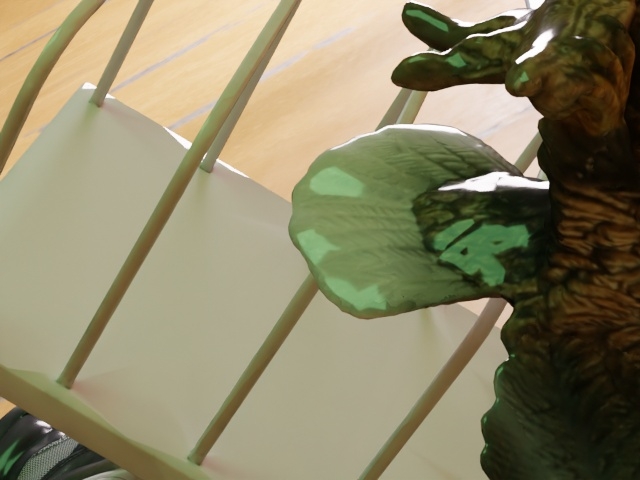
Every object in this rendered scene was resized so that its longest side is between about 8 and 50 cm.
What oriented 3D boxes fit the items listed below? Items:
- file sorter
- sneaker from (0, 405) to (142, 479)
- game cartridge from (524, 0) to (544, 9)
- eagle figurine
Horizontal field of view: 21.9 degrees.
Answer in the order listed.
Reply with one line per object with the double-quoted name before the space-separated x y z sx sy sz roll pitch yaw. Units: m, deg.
"file sorter" 0.000 0.000 0.718 0.173 0.278 0.193 -58 3 38
"sneaker" -0.091 0.115 0.866 0.268 0.101 0.153 -33 25 -5
"game cartridge" 0.240 -0.173 1.130 0.196 0.060 0.294 -27 24 15
"eagle figurine" 0.152 0.032 0.548 0.226 0.298 0.225 -37 20 0
